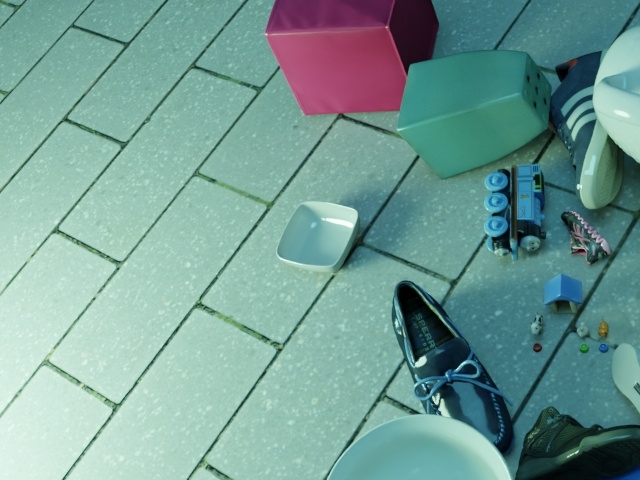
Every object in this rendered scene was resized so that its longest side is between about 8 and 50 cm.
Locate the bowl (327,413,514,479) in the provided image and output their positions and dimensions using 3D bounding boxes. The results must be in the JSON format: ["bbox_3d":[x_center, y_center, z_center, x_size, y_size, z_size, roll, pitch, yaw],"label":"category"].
[{"bbox_3d":[0.157,0.419,1.538,0.298,0.134,0.298,-12,52,16],"label":"bowl"}]

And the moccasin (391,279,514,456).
[{"bbox_3d":[0.190,0.208,1.687,0.137,0.117,0.342,-33,50,-2],"label":"moccasin"}]

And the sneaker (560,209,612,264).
[{"bbox_3d":[0.445,-0.004,1.787,0.057,0.047,0.119,-42,49,5],"label":"sneaker"}]

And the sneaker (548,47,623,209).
[{"bbox_3d":[0.464,-0.196,1.871,0.148,0.131,0.350,-4,49,29],"label":"sneaker"}]

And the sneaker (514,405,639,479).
[{"bbox_3d":[0.384,0.290,1.529,0.227,0.087,0.130,-35,29,41],"label":"sneaker"}]

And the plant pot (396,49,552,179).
[{"bbox_3d":[0.291,-0.244,1.899,0.234,0.165,0.166,-12,51,37],"label":"plant pot"}]

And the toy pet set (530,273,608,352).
[{"bbox_3d":[0.405,0.119,1.696,0.122,0.065,0.114,-3,55,20],"label":"toy pet set"}]

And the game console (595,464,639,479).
[{"bbox_3d":[0.486,0.414,1.438,0.250,0.173,0.293,29,52,3],"label":"game console"}]

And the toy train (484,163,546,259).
[{"bbox_3d":[0.345,-0.052,1.839,0.105,0.080,0.184,-3,55,14],"label":"toy train"}]

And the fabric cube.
[{"bbox_3d":[0.073,-0.431,2.111,0.258,0.254,0.259,0,56,23],"label":"fabric cube"}]

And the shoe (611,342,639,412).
[{"bbox_3d":[0.511,0.225,1.583,0.178,0.081,0.063,-105,37,-62],"label":"shoe"}]

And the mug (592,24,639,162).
[{"bbox_3d":[0.580,-0.209,1.608,0.374,0.276,0.328,-10,29,-42],"label":"mug"}]

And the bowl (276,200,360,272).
[{"bbox_3d":[0.000,0.000,1.960,0.142,0.053,0.142,11,61,28],"label":"bowl"}]
